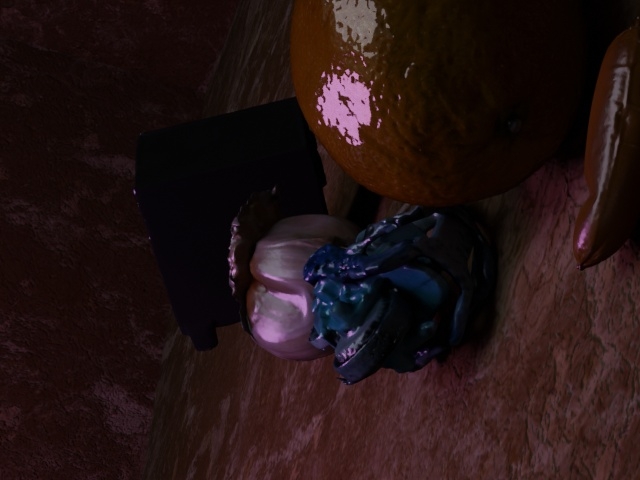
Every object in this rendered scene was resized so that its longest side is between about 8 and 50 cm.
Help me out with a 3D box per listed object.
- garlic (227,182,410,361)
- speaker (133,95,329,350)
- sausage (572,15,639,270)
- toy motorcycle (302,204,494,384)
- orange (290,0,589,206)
[{"bbox_3d":[0.000,0.000,1.397,0.257,0.207,0.207,-61,18,26],"label":"garlic"},{"bbox_3d":[-0.097,-0.024,1.616,0.184,0.232,0.254,-100,-4,-62],"label":"speaker"},{"bbox_3d":[0.211,-0.067,0.862,0.062,0.054,0.183,21,-100,-70],"label":"sausage"},{"bbox_3d":[0.069,0.039,1.194,0.206,0.154,0.260,-52,9,0],"label":"toy motorcycle"},{"bbox_3d":[0.097,-0.153,1.026,0.264,0.264,0.264,-166,90,-77],"label":"orange"}]
